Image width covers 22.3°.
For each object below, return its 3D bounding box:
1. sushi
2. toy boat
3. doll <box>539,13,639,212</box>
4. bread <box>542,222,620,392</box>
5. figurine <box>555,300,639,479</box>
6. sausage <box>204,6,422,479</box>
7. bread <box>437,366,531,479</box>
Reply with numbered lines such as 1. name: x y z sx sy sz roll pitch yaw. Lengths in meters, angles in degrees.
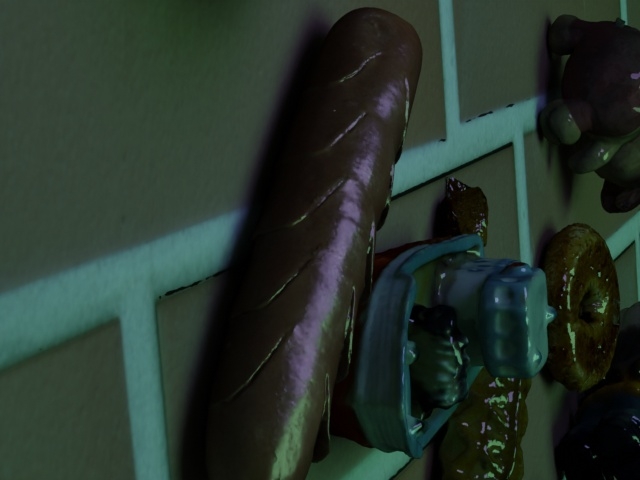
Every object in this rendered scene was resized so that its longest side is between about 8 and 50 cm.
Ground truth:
1. sushi: 0.125 -0.016 1.442 0.099 0.047 0.050 -87 178 -62
2. toy boat: 0.089 0.078 1.219 0.332 0.133 0.145 -27 115 -66
3. doll: 0.352 -0.143 1.895 0.256 0.152 0.196 35 87 -47
4. bread: 0.288 0.075 1.841 0.193 0.064 0.193 1 89 -63
5. figurine: 0.387 0.180 1.959 0.332 0.185 0.204 -10 75 -53
6. sausage: -0.002 0.000 1.061 0.088 0.088 0.433 65 31 -46
7. bread: 0.133 0.249 1.400 0.077 0.084 0.368 133 -31 -59
